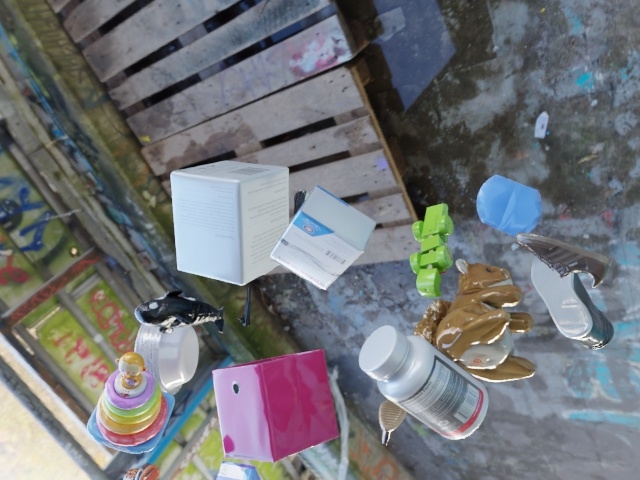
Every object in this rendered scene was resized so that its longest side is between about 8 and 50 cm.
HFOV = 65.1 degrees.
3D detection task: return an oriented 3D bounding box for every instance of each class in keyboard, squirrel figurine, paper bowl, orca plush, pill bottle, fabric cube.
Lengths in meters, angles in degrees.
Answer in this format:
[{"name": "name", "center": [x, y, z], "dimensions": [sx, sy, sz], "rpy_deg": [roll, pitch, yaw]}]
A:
[{"name": "keyboard", "center": [-0.214, 0.191, 1.405], "dimensions": [0.038, 0.192, 0.100], "rpy_deg": [2, 96, -7]}, {"name": "squirrel figurine", "center": [0.451, 0.234, 1.583], "dimensions": [0.397, 0.370, 0.281], "rpy_deg": [-26, 121, 30]}, {"name": "paper bowl", "center": [-0.528, 0.397, 1.768], "dimensions": [0.148, 0.284, 0.284], "rpy_deg": [-2, 127, 6]}, {"name": "orca plush", "center": [-0.409, 0.246, 1.528], "dimensions": [0.287, 0.151, 0.102], "rpy_deg": [29, -174, -41]}, {"name": "pill bottle", "center": [0.256, 0.352, 1.270], "dimensions": [0.319, 0.176, 0.176], "rpy_deg": [38, 137, -18]}, {"name": "fabric cube", "center": [-0.137, 0.481, 1.486], "dimensions": [0.254, 0.259, 0.258], "rpy_deg": [-19, 76, 44]}]

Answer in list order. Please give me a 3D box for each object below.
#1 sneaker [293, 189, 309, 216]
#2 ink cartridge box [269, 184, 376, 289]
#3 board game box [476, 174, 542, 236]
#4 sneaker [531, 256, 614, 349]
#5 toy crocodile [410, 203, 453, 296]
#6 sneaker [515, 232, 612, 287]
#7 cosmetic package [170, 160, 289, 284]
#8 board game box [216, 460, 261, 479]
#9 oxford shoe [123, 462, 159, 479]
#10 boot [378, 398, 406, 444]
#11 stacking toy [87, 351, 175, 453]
[{"name": "sneaker", "center": [-0.052, -0.136, 1.830], "dimensions": [0.057, 0.075, 0.161], "rpy_deg": [45, 148, 25]}, {"name": "ink cartridge box", "center": [0.000, 0.000, 1.590], "dimensions": [0.223, 0.129, 0.307], "rpy_deg": [32, 145, -6]}, {"name": "board game box", "center": [0.485, -0.089, 1.282], "dimensions": [0.169, 0.033, 0.133], "rpy_deg": [31, 122, 35]}, {"name": "sneaker", "center": [0.623, 0.145, 1.249], "dimensions": [0.147, 0.295, 0.105], "rpy_deg": [36, 125, -28]}, {"name": "toy crocodile", "center": [0.353, 0.020, 1.549], "dimensions": [0.115, 0.340, 0.105], "rpy_deg": [-18, 130, 33]}, {"name": "sneaker", "center": [0.490, 0.038, 1.036], "dimensions": [0.189, 0.066, 0.071], "rpy_deg": [20, 95, 25]}, {"name": "cosmetic package", "center": [-0.338, -0.084, 1.948], "dimensions": [0.328, 0.329, 0.393], "rpy_deg": [10, 109, 26]}, {"name": "board game box", "center": [-0.189, 0.676, 1.135], "dimensions": [0.078, 0.233, 0.347], "rpy_deg": [7, 140, 8]}, {"name": "oxford shoe", "center": [-0.580, 0.763, 1.581], "dimensions": [0.098, 0.097, 0.271], "rpy_deg": [36, 129, 11]}, {"name": "boot", "center": [0.248, 0.640, 1.757], "dimensions": [0.090, 0.248, 0.206], "rpy_deg": [12, 113, 14]}, {"name": "stacking toy", "center": [-0.431, 0.347, 1.150], "dimensions": [0.175, 0.165, 0.301], "rpy_deg": [19, 134, -3]}]
